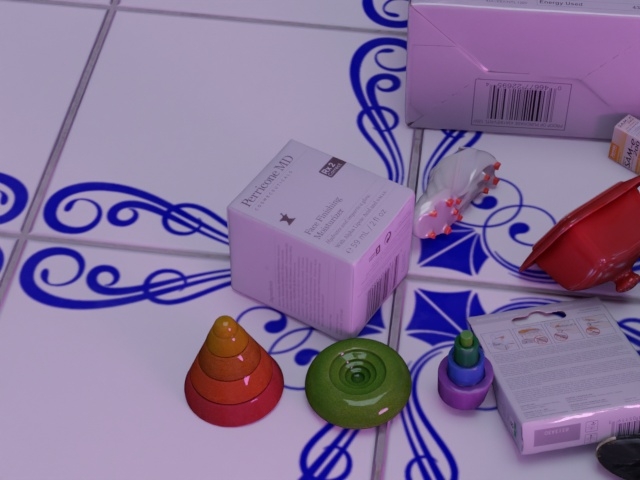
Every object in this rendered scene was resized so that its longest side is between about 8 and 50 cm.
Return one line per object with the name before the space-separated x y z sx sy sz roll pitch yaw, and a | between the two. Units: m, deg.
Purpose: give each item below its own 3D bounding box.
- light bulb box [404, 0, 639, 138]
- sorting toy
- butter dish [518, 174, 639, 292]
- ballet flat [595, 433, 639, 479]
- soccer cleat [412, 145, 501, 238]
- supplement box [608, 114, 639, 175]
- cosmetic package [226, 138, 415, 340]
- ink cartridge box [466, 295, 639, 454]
light bulb box | 0.308 -0.353 1.930 0.358 0.225 0.361 4 46 4
sorting toy | 0.017 0.133 1.531 0.366 0.126 0.127 0 47 5
butter dish | 0.356 0.012 1.665 0.160 0.160 0.118 -30 77 -26
ballet flat | 0.397 0.246 1.502 0.173 0.057 0.049 3 11 -2
soccer cleat | 0.166 -0.065 1.772 0.076 0.068 0.196 26 45 28
supplement box | 0.451 -0.121 1.827 0.098 0.062 0.036 34 57 28
cosmetic package | 0.000 0.000 1.645 0.184 0.151 0.151 24 50 20
ink cartridge box | 0.290 0.158 1.587 0.181 0.056 0.224 -8 29 -8
